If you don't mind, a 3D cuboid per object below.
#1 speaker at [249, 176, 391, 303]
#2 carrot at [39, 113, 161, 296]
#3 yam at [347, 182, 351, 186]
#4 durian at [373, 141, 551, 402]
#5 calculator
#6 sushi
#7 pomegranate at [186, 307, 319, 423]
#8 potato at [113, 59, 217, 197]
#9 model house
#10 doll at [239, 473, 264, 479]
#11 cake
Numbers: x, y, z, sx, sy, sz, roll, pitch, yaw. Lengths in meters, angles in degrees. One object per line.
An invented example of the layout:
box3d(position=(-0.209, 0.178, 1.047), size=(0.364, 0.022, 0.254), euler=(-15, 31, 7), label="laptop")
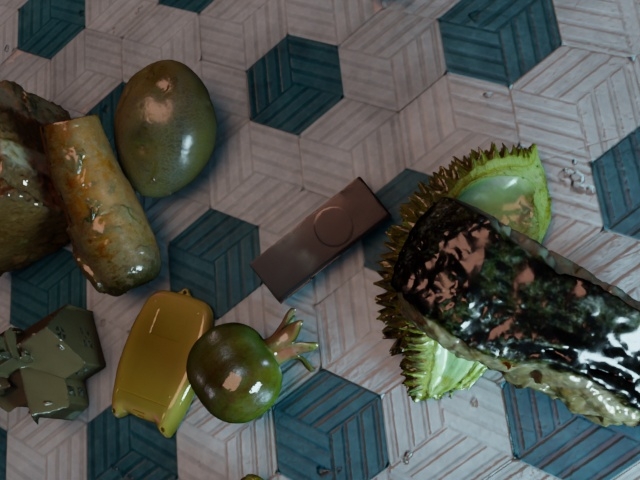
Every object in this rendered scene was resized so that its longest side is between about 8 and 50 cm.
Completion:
box3d(position=(0.000, 0.000, 1.204), size=(0.218, 0.044, 0.082), euler=(-38, 90, 9), label="speaker")
box3d(position=(-0.361, -0.057, 1.300), size=(0.138, 0.138, 0.302), euler=(-13, 98, 20), label="carrot")
box3d(position=(0.020, -0.040, 1.234), size=(0.021, 0.021, 0.116), euler=(39, 94, 28), label="yam")
box3d(position=(0.187, 0.038, 1.114), size=(0.198, 0.163, 0.394), euler=(17, 85, -12), label="durian")
box3d(position=(-0.260, 0.190, 1.285), size=(0.157, 0.033, 0.237), euler=(12, 78, 27), label="calculator")
box3d(position=(0.248, 0.090, 0.957), size=(0.350, 0.211, 0.171), euler=(29, 94, -7), label="sushi")
box3d(position=(-0.101, 0.181, 1.174), size=(0.191, 0.131, 0.152), euler=(-34, 56, -13), label="pomegranate")
box3d(position=(-0.266, -0.187, 1.335), size=(0.178, 0.160, 0.235), euler=(37, 111, 50), label="potato")
box3d(position=(-0.487, 0.202, 1.261), size=(0.181, 0.248, 0.176), euler=(-31, 65, 14), label="model house")
box3d(position=(-0.066, 0.430, 1.103), size=(0.209, 0.097, 0.137), euler=(33, 52, 21), label="doll")
box3d(position=(-0.575, -0.115, 1.390), size=(0.282, 0.255, 0.290), euler=(-26, 71, 15), label="cake")
